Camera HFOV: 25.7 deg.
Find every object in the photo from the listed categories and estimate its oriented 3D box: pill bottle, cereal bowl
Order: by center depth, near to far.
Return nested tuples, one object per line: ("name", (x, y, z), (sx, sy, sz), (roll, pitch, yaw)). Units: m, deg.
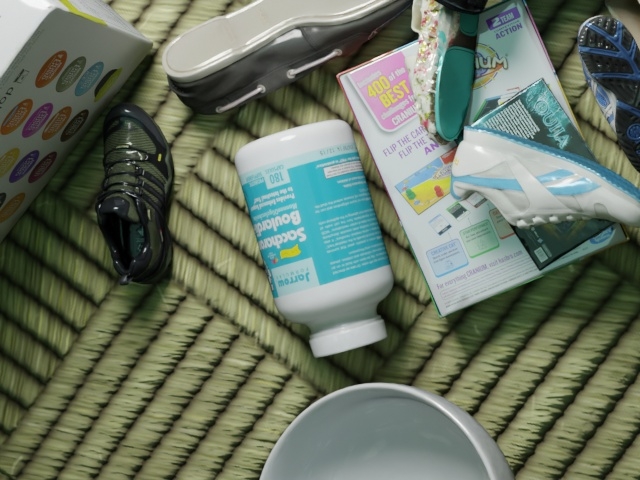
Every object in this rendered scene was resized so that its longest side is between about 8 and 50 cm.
("cereal bowl", (0.094, 0.336, 1.628), (0.339, 0.141, 0.339), (-5, 81, 34))
("pill bottle", (0.000, 0.000, 1.659), (0.146, 0.146, 0.264), (-17, 88, 9))

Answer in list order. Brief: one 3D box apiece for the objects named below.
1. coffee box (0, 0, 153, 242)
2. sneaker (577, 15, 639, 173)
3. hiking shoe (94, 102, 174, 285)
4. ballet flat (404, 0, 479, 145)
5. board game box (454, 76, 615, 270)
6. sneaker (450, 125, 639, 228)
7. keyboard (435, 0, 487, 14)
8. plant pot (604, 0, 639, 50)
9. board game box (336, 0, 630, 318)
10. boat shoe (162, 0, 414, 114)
("coffee box", (-0.462, -0.221, 1.634), (0.338, 0.334, 0.337), (41, 98, 8))
("sneaker", (0.362, -0.171, 1.635), (0.080, 0.081, 0.211), (-24, 105, 8))
("hiking shoe", (-0.227, -0.058, 1.711), (0.086, 0.114, 0.227), (-9, 90, 9))
("ballet flat", (0.137, -0.227, 1.608), (0.077, 0.091, 0.241), (6, 84, 41))
("board game box", (0.253, -0.076, 1.611), (0.126, 0.026, 0.186), (-33, 86, 8))
("sneaker", (0.256, -0.053, 1.560), (0.229, 0.087, 0.092), (21, 102, 15))
("keyboard", (0.192, -0.335, 1.571), (0.100, 0.038, 0.192), (26, 82, 0))
("plant pot", (0.405, -0.262, 1.613), (0.096, 0.109, 0.109), (-29, 87, -4))
("board game box", (0.192, -0.099, 1.667), (0.242, 0.064, 0.316), (-23, 88, 9))
("boat shoe", (-0.027, -0.250, 1.697), (0.335, 0.095, 0.112), (-21, 52, 6))
